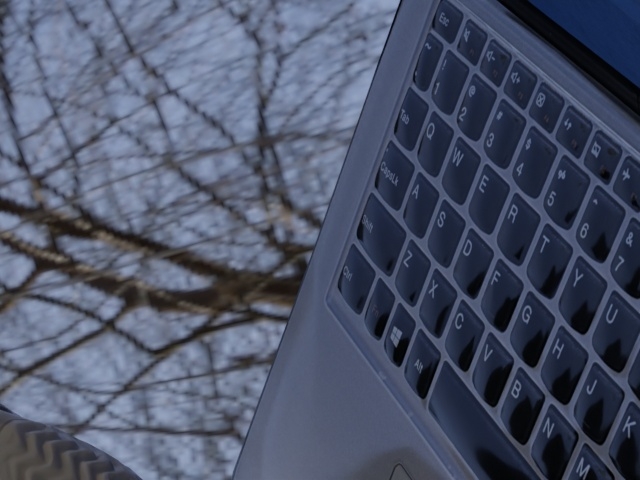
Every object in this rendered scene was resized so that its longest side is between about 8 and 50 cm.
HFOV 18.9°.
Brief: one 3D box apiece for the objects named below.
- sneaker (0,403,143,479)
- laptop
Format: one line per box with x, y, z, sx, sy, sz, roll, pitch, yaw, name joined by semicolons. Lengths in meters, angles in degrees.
-0.148;0.128;0.717;0.366;0.210;0.137;39;-108;10;sneaker
0.000;0.000;0.548;0.236;0.382;0.408;9;-67;-26;laptop
